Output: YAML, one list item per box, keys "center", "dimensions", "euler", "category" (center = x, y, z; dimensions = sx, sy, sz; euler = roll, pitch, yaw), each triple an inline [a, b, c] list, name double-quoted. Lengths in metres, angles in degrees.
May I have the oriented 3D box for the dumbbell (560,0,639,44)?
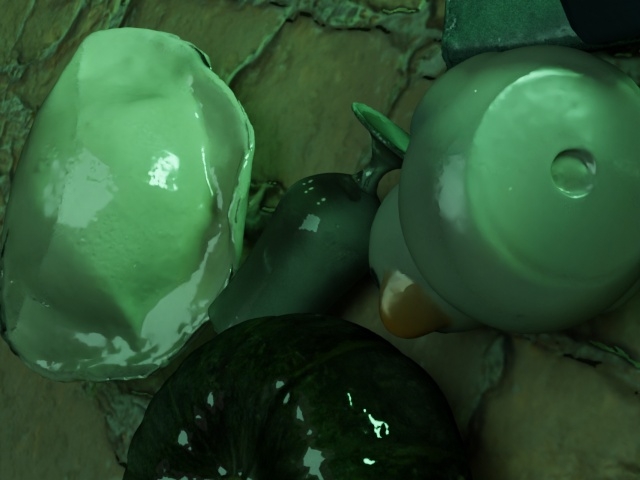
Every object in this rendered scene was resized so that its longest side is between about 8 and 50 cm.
- center: [0.309, -0.236, 0.759]
  dimensions: [0.324, 0.160, 0.144]
  euler: [-12, 38, 31]
  category: "dumbbell"

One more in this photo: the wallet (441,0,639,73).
- center: [0.271, -0.240, 0.910]
  dimensions: [0.379, 0.046, 0.191]
  euler: [-2, 76, 36]
  category: "wallet"

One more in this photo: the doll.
- center: [0.137, -0.023, 0.876]
  dimensions: [0.221, 0.221, 0.251]
  euler: [25, 68, 42]
  category: "doll"

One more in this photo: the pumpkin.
- center: [-0.027, 0.201, 0.888]
  dimensions: [0.300, 0.207, 0.300]
  euler: [-15, 64, 35]
  category: "pumpkin"

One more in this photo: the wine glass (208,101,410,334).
- center: [0.000, 0.000, 1.012]
  dimensions: [0.231, 0.103, 0.103]
  euler: [-52, 49, 17]
  category: "wine glass"

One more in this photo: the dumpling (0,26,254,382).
- center: [-0.178, -0.041, 1.138]
  dimensions: [0.260, 0.181, 0.341]
  euler: [7, 54, 24]
  category: "dumpling"
